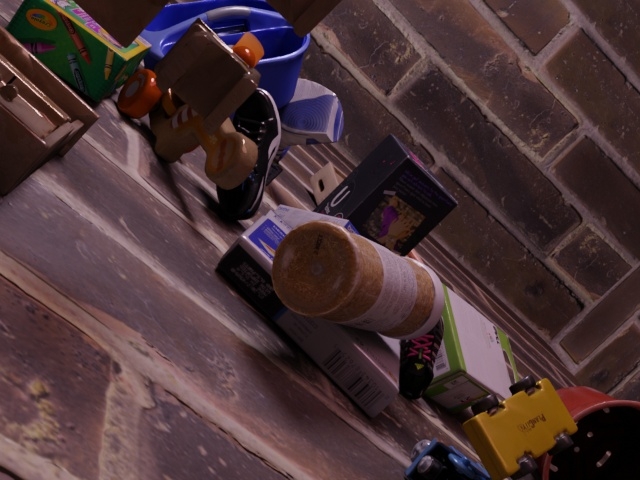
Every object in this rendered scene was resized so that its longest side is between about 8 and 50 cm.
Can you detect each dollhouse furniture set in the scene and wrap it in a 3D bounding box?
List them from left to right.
[{"bbox_3d":[-0.229,-0.262,1.023,0.362,0.394,0.256,43,10,-13],"label":"dollhouse furniture set"}]

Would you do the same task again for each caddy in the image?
[{"bbox_3d":[-0.186,-0.371,1.895,0.341,0.179,0.241,-15,47,-28],"label":"caddy"}]

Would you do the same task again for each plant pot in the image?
[{"bbox_3d":[0.512,0.398,1.823,0.272,0.272,0.265,44,1,-5],"label":"plant pot"}]

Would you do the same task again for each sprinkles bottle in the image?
[{"bbox_3d":[0.062,0.061,1.316,0.121,0.121,0.355,49,11,23],"label":"sprinkles bottle"}]

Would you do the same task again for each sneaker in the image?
[{"bbox_3d":[-0.115,-0.136,1.553,0.079,0.217,0.121,8,5,6],"label":"sneaker"},{"bbox_3d":[-0.083,-0.243,2.072,0.315,0.127,0.182,7,-22,26],"label":"sneaker"},{"bbox_3d":[0.159,0.182,1.559,0.063,0.170,0.075,11,24,4],"label":"sneaker"}]

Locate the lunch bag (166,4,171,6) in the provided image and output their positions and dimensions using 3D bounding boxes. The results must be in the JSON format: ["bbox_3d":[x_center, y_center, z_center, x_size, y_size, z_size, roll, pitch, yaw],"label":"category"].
[{"bbox_3d":[-0.334,-0.452,2.224,0.293,0.138,0.221,18,30,-50],"label":"lunch bag"}]

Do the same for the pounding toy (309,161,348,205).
[{"bbox_3d":[0.035,-0.108,2.416,0.130,0.100,0.141,37,23,-36],"label":"pounding toy"}]

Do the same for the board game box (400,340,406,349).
[{"bbox_3d":[0.200,0.186,1.924,0.194,0.060,0.194,43,10,-19],"label":"board game box"}]

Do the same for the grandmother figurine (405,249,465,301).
[{"bbox_3d":[0.251,0.100,2.387,0.342,0.104,0.208,45,18,14],"label":"grandmother figurine"}]

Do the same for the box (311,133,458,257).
[{"bbox_3d":[0.099,-0.043,1.832,0.143,0.270,0.165,42,10,-20],"label":"box"}]

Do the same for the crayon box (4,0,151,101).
[{"bbox_3d":[-0.368,-0.310,1.518,0.165,0.081,0.278,35,12,-10],"label":"crayon box"}]

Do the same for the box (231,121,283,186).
[{"bbox_3d":[-0.156,-0.183,1.997,0.169,0.054,0.059,38,12,-39],"label":"box"}]

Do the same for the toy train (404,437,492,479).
[{"bbox_3d":[0.187,0.324,1.272,0.184,0.080,0.105,38,3,-20],"label":"toy train"}]

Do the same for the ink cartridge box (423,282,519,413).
[{"bbox_3d":[0.264,0.220,1.780,0.255,0.097,0.189,37,34,-42],"label":"ink cartridge box"}]

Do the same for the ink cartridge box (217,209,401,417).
[{"bbox_3d":[-0.005,0.094,1.457,0.303,0.072,0.307,43,8,-2],"label":"ink cartridge box"}]

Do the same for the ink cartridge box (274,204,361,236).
[{"bbox_3d":[0.000,0.000,1.625,0.207,0.046,0.097,16,-31,54],"label":"ink cartridge box"}]

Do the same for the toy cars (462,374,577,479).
[{"bbox_3d":[0.218,0.313,1.149,0.176,0.087,0.394,34,40,-18],"label":"toy cars"}]

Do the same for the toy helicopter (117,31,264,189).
[{"bbox_3d":[-0.163,-0.200,1.511,0.140,0.235,0.355,37,12,-39],"label":"toy helicopter"}]
